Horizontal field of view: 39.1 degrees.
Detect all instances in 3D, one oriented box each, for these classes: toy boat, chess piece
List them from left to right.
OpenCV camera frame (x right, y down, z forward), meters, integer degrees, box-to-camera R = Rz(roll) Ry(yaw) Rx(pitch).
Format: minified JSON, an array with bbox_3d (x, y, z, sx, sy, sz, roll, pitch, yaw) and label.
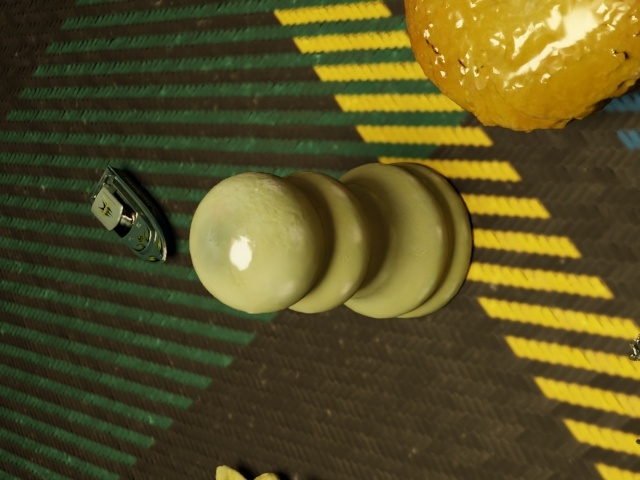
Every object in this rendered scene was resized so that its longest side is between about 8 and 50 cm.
[{"bbox_3d":[-0.215,-0.023,1.038,0.141,0.060,0.055,46,116,26],"label":"toy boat"},{"bbox_3d":[0.000,0.000,0.736,0.144,0.251,0.145,0,90,40],"label":"chess piece"}]

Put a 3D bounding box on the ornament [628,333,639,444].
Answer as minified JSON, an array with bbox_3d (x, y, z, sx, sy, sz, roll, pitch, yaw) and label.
[{"bbox_3d":[0.262,0.129,0.669,0.073,0.028,0.125,-40,68,31],"label":"ornament"}]

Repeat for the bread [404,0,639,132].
[{"bbox_3d":[0.173,-0.197,0.669,0.240,0.139,0.240,0,89,39],"label":"bread"}]

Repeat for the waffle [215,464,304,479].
[{"bbox_3d":[-0.044,0.360,0.898,0.250,0.056,0.261,15,102,39],"label":"waffle"}]
